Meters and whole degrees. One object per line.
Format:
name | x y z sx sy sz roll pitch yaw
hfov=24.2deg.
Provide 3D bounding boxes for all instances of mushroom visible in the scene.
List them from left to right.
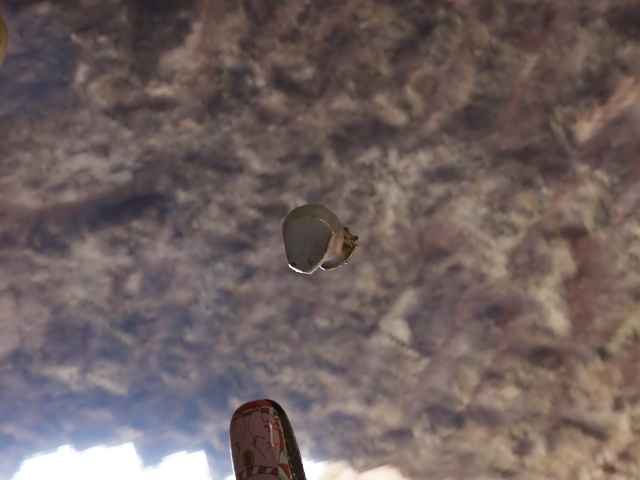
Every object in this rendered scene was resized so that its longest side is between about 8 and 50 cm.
mushroom | -0.002 -0.004 2.071 0.081 0.092 0.223 -23 -4 8

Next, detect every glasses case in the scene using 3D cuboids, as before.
glasses case | -0.060 0.342 1.972 0.067 0.267 0.103 -3 -17 -38

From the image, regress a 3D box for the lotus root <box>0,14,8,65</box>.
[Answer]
lotus root | -0.519 -0.262 2.059 0.151 0.169 0.342 48 -25 -25
